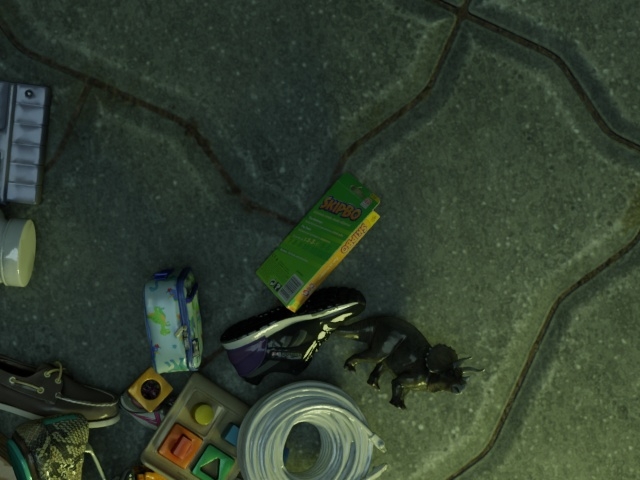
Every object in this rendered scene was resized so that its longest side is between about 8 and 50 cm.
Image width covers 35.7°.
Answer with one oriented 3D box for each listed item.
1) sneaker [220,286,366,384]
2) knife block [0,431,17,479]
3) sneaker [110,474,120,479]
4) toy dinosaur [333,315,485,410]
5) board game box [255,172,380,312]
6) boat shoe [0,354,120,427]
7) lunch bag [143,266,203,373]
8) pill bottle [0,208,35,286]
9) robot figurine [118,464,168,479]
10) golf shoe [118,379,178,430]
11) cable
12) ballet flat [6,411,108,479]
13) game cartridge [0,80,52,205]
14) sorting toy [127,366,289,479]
[{"bbox_3d":[-0.035,0.182,1.865,0.283,0.107,0.124,-21,106,11],"label":"sneaker"},{"bbox_3d":[-0.666,0.478,1.865,0.276,0.088,0.242,45,91,-6],"label":"knife block"},{"bbox_3d":[-0.364,0.517,1.898,0.052,0.058,0.135,-36,96,1],"label":"sneaker"},{"bbox_3d":[0.148,0.218,1.876,0.314,0.121,0.160,36,90,27],"label":"toy dinosaur"},{"bbox_3d":[0.000,0.000,1.839,0.259,0.124,0.039,-50,135,4],"label":"board game box"},{"bbox_3d":[-0.527,0.271,1.842,0.325,0.116,0.096,11,98,2],"label":"boat shoe"},{"bbox_3d":[-0.262,0.138,1.786,0.090,0.219,0.176,-8,95,-2],"label":"lunch bag"},{"bbox_3d":[-0.687,0.010,1.775,0.323,0.181,0.181,5,95,-3],"label":"pill bottle"},{"bbox_3d":[-0.298,0.537,1.858,0.211,0.085,0.290,-7,90,-44],"label":"robot figurine"},{"bbox_3d":[-0.297,0.331,1.889,0.186,0.067,0.086,35,133,-15],"label":"golf shoe"},{"bbox_3d":[-0.030,0.386,1.849,0.257,0.089,0.257,-35,103,-18],"label":"cable"},{"bbox_3d":[-0.461,0.520,1.820,0.182,0.164,0.482,-16,123,-34],"label":"ballet flat"},{"bbox_3d":[-0.684,-0.190,1.820,0.355,0.068,0.230,6,91,-3],"label":"game cartridge"},{"bbox_3d":[-0.211,0.369,1.843,0.348,0.047,0.196,36,71,-16],"label":"sorting toy"}]
